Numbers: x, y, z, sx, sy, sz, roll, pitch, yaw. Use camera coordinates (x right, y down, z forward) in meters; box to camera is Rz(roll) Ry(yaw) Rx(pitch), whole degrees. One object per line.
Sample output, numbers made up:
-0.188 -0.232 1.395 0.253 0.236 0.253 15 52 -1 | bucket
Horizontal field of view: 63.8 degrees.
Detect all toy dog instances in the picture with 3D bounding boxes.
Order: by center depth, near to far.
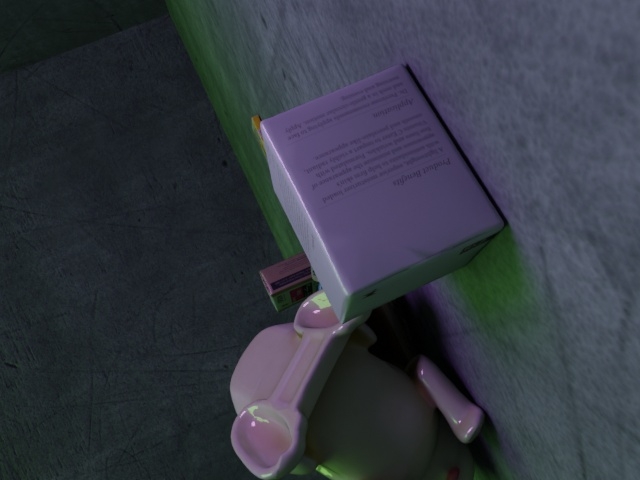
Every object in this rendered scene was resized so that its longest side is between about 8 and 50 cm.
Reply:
0.065 0.311 0.817 0.408 0.284 0.396 40 144 -20 | toy dog

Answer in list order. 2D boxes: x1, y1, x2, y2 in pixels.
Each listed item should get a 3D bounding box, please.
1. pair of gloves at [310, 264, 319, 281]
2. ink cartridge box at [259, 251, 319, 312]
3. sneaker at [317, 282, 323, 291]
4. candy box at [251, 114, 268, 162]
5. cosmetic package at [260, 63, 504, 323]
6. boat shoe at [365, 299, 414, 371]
0.000 0.000 1.251 0.240 0.042 0.204 154 103 -77 | pair of gloves
-0.071 0.123 1.575 0.234 0.193 0.088 88 156 -70 | ink cartridge box
0.067 0.181 1.344 0.087 0.083 0.221 -22 93 62 | sneaker
-0.154 -0.265 1.542 0.105 0.027 0.205 145 100 -84 | candy box
0.050 -0.038 0.513 0.151 0.151 0.183 92 153 -72 | cosmetic package
0.114 0.175 0.941 0.110 0.122 0.341 -73 -26 -44 | boat shoe
